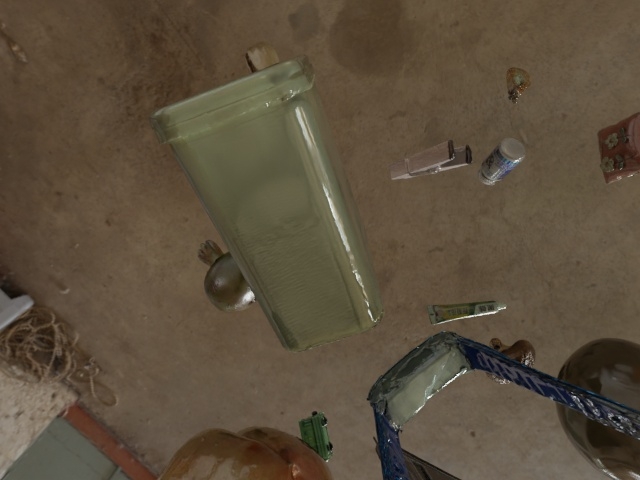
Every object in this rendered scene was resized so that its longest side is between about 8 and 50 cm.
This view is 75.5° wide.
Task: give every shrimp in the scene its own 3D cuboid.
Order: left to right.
[{"bbox_3d":[0.700,-0.555,1.469,0.091,0.184,0.043,22,152,6],"label":"shrimp"}]

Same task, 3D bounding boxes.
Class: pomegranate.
[{"bbox_3d":[-0.231,0.085,1.117,0.179,0.179,0.211,-20,82,26],"label":"pomegranate"}]

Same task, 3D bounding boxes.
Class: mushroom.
[{"bbox_3d":[0.423,0.270,0.922,0.126,0.085,0.109,-28,116,-12],"label":"mushroom"}]

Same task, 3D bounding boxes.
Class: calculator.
[{"bbox_3d":[0.209,0.377,0.599,0.273,0.166,0.028,28,87,-3],"label":"calculator"}]

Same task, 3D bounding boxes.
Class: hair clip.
[{"bbox_3d":[0.386,-0.280,1.505,0.330,0.101,0.085,-10,87,59],"label":"hair clip"}]

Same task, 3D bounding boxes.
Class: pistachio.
[{"bbox_3d":[-0.215,-0.670,1.579,0.152,0.223,0.126,15,137,-31],"label":"pistachio"}]

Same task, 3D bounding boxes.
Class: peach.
[{"bbox_3d":[-0.106,0.393,0.568,0.291,0.248,0.292,-12,141,-10],"label":"peach"}]

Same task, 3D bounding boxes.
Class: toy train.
[{"bbox_3d":[-0.010,0.386,0.813,0.056,0.093,0.038,-16,159,7],"label":"toy train"}]

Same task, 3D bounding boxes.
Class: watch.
[{"bbox_3d":[0.134,0.224,0.418,0.276,0.274,0.068,-38,112,-16],"label":"watch"}]

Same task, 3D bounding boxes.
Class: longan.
[{"bbox_3d":[0.527,0.283,0.710,0.247,0.248,0.249,7,121,12],"label":"longan"}]

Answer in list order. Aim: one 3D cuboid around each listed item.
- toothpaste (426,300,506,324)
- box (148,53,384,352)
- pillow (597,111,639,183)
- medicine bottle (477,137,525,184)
[{"bbox_3d":[0.362,0.173,1.021,0.203,0.049,0.031,-5,158,-9],"label":"toothpaste"},{"bbox_3d":[-0.041,-0.078,0.622,0.177,0.352,0.344,-20,113,9],"label":"box"},{"bbox_3d":[0.906,-0.275,1.245,0.075,0.171,0.179,-1,82,-8],"label":"pillow"},{"bbox_3d":[0.704,-0.304,1.626,0.106,0.107,0.191,26,151,0],"label":"medicine bottle"}]
